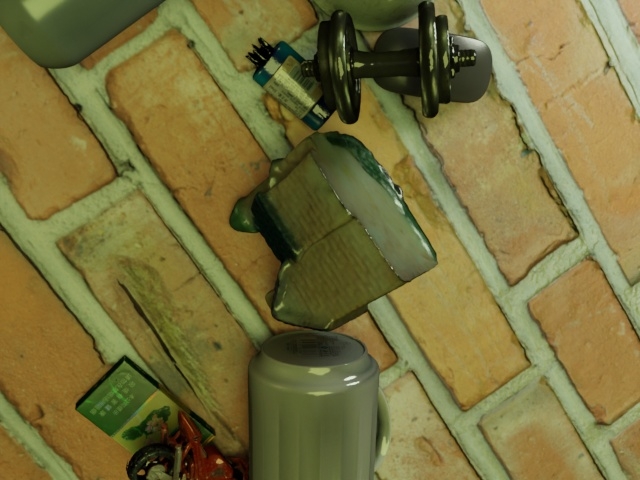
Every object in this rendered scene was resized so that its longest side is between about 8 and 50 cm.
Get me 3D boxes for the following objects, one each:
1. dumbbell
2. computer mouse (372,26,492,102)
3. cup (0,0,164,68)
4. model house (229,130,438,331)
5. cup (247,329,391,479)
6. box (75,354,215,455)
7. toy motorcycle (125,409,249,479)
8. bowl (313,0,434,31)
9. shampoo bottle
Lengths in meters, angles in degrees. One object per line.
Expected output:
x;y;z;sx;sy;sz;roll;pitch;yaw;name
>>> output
0.110;-0.292;1.288;0.289;0.192;0.192;-2;104;10;dumbbell
0.208;-0.318;1.417;0.232;0.057;0.120;6;101;-14;computer mouse
-0.352;-0.418;1.194;0.312;0.205;0.205;-37;108;-1;cup
-0.001;0.001;1.375;0.284;0.243;0.298;-36;82;23;model house
0.017;0.344;1.454;0.322;0.236;0.327;-9;105;-42;cup
-0.325;0.336;1.463;0.132;0.034;0.235;-44;108;0;box
-0.228;0.444;1.451;0.171;0.089;0.298;-39;127;-6;toy motorcycle
0.122;-0.499;1.281;0.313;0.146;0.314;-7;110;-20;bowl
-0.050;-0.281;1.372;0.183;0.050;0.087;39;91;-18;shampoo bottle
